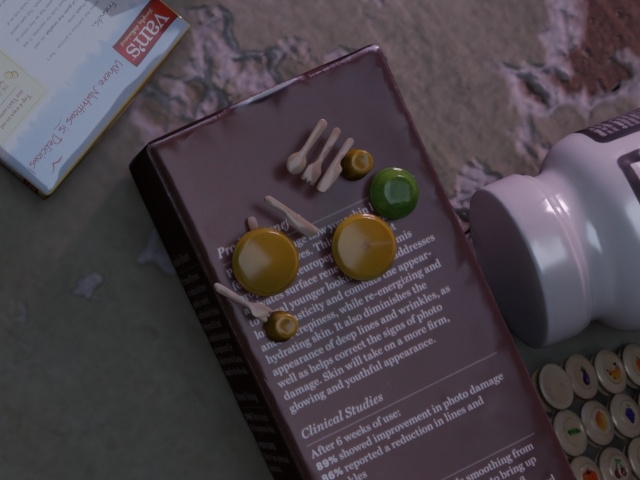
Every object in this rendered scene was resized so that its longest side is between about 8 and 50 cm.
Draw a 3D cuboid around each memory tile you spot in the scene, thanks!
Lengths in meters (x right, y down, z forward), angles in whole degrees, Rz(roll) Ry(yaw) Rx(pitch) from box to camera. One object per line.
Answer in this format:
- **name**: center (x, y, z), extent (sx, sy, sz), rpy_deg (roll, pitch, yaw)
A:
- **memory tile**: center (0.226, 0.139, 1.485), extent (0.148, 0.012, 0.113), rpy_deg (-9, 76, -44)

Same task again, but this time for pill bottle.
- **pill bottle**: center (0.267, -0.025, 1.477), extent (0.278, 0.162, 0.162), rpy_deg (-20, 90, -13)

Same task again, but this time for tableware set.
- **tableware set**: center (0.000, 0.000, 1.347), extent (0.104, 0.024, 0.154), rpy_deg (33, 78, -11)

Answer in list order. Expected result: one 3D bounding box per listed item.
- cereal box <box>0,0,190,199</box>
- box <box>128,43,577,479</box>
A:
- **cereal box**: center (-0.242, -0.170, 1.431), extent (0.240, 0.047, 0.173), rpy_deg (41, 78, -7)
- **box**: center (0.024, 0.070, 1.426), extent (0.191, 0.143, 0.381), rpy_deg (-24, 92, -13)
